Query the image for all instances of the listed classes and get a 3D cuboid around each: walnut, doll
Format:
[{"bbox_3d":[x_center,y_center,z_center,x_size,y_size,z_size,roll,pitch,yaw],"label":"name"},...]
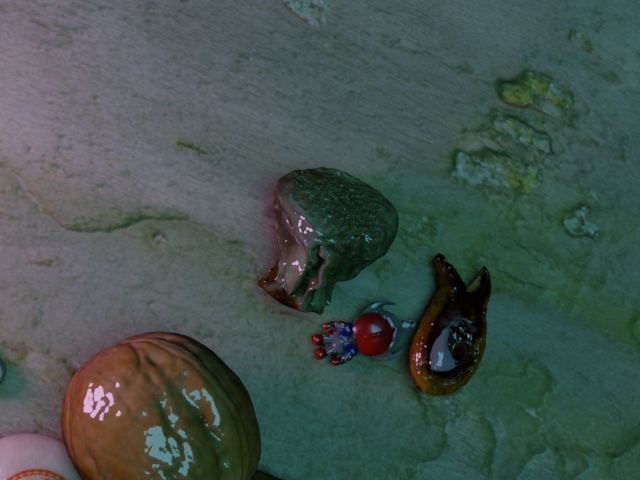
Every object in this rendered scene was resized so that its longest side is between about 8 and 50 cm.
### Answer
[{"bbox_3d":[-0.246,0.304,1.697,0.332,0.333,0.333,2,84,-18],"label":"walnut"},{"bbox_3d":[0.082,0.173,1.943,0.194,0.062,0.104,-14,71,-11],"label":"doll"}]

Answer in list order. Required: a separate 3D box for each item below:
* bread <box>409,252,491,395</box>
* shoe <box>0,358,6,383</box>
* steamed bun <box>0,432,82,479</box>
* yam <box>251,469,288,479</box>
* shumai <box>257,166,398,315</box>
[{"bbox_3d":[0.241,0.163,1.987,0.139,0.095,0.269,23,64,-17],"label":"bread"},{"bbox_3d":[-0.593,0.181,1.705,0.195,0.078,0.079,31,76,-17],"label":"shoe"},{"bbox_3d":[-0.464,0.423,1.686,0.231,0.145,0.232,2,83,-18],"label":"steamed bun"},{"bbox_3d":[-0.077,0.448,1.850,0.127,0.084,0.084,20,78,-13],"label":"yam"},{"bbox_3d":[0.000,0.000,1.901,0.225,0.222,0.260,41,39,17],"label":"shumai"}]
